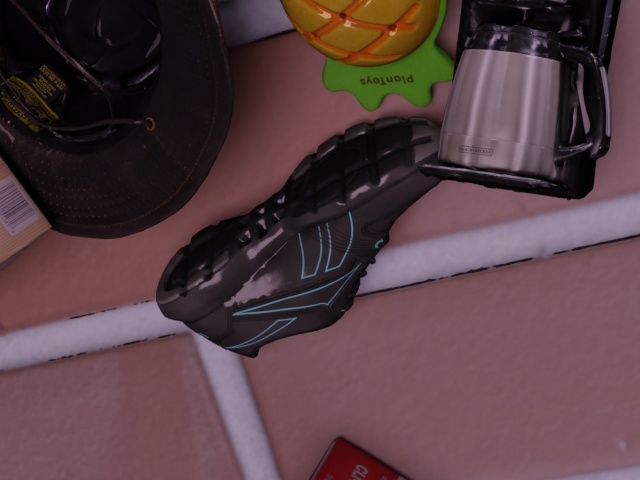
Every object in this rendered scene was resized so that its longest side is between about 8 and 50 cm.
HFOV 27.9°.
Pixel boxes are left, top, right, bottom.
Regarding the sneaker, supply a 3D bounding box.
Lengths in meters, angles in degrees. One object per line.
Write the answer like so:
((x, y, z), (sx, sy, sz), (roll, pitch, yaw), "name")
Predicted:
((0.000, 0.000, 1.003), (0.267, 0.101, 0.106), (-32, 118, 22), "sneaker")

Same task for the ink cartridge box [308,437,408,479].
((0.071, 0.327, 1.061), (0.273, 0.114, 0.197), (31, 113, 4), "ink cartridge box")

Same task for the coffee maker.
((0.142, -0.123, 0.891), (0.120, 0.171, 0.178), (9, 93, 7), "coffee maker")

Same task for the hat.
((-0.162, -0.169, 0.960), (0.331, 0.134, 0.331), (17, 125, 27), "hat")

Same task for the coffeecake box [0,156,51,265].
((-0.309, -0.027, 1.036), (0.142, 0.068, 0.185), (54, 148, -6), "coffeecake box")

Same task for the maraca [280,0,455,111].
((0.033, -0.170, 0.926), (0.127, 0.099, 0.185), (0, 133, 25), "maraca")
